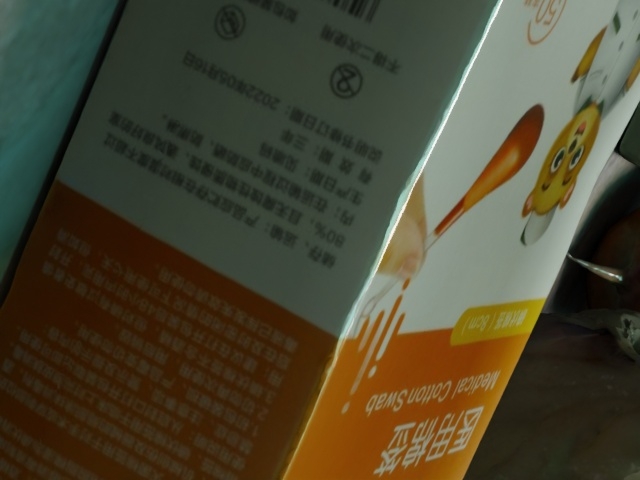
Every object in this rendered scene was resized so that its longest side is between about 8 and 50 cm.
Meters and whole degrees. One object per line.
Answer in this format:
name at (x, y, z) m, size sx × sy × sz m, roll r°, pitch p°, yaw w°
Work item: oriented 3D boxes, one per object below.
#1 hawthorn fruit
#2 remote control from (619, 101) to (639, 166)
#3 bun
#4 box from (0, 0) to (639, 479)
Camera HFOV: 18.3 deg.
hawthorn fruit at (0.254, 0.042, 1.411) m, size 0.189 × 0.149 × 0.149 m, roll -26°, pitch 139°, yaw -56°
remote control at (0.294, -0.095, 1.472) m, size 0.123 × 0.038 × 0.285 m, roll -65°, pitch 158°, yaw 6°
bun at (0.186, 0.152, 1.270) m, size 0.281 × 0.281 × 0.205 m, roll -25°, pitch 129°, yaw -56°
box at (0.000, 0.000, 0.826) m, size 0.225 × 0.143 × 0.341 m, roll 0°, pitch 118°, yaw -64°
